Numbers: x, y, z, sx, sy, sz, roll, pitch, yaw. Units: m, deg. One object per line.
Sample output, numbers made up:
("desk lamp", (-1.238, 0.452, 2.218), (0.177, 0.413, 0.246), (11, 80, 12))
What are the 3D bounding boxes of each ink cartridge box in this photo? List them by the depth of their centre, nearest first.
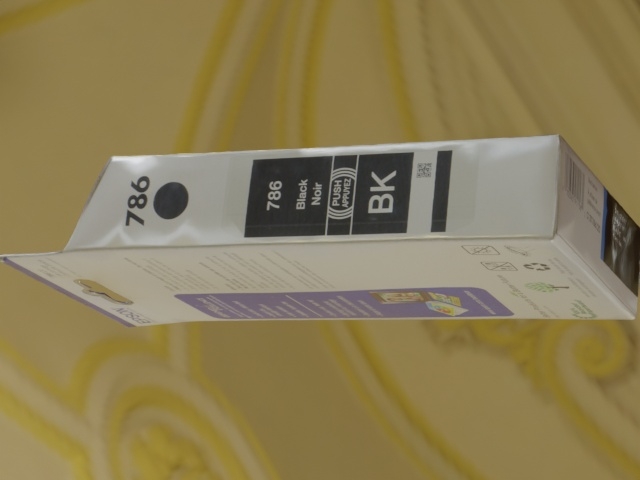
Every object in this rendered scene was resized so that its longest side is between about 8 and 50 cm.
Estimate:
("ink cartridge box", (0.000, 0.000, 1.113), (0.165, 0.333, 0.065), (36, -125, -62))
